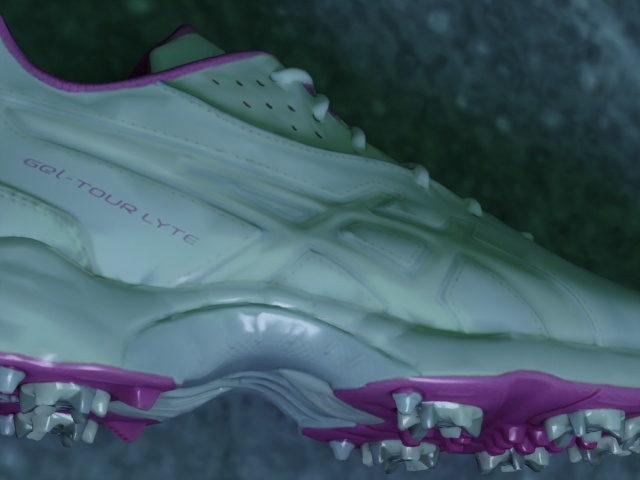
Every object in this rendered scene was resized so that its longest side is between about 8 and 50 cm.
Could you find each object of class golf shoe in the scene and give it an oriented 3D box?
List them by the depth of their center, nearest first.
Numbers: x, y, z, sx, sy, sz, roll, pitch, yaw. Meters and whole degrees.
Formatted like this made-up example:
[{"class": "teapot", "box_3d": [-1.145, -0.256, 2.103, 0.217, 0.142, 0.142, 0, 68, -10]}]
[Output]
[{"class": "golf shoe", "box_3d": [0.000, 0.000, 0.591, 0.306, 0.115, 0.140, 8, 71, -20]}]
